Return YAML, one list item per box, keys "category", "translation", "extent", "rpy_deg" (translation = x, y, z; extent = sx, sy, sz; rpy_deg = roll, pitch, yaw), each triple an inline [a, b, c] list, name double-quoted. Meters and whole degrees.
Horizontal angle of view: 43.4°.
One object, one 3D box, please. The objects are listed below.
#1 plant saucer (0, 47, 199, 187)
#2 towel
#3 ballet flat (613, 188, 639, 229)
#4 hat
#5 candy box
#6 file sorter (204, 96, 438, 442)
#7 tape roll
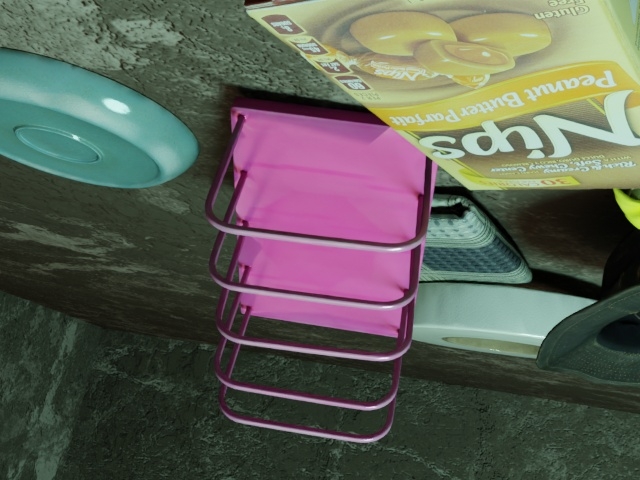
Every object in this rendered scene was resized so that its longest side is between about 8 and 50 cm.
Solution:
- category: "plant saucer"
  translation: [-0.302, -0.127, 0.942]
  extent: [0.317, 0.044, 0.317]
  rpy_deg: [12, 165, 3]
- category: "towel"
  translation: [0.097, -0.003, 1.088]
  extent: [0.324, 0.056, 0.312]
  rpy_deg: [1, 164, 29]
- category: "ballet flat"
  translation: [0.344, -0.049, 0.666]
  extent: [0.077, 0.077, 0.231]
  rpy_deg: [39, 157, -24]
- category: "hat"
  translation: [0.385, 0.052, 0.873]
  extent: [0.331, 0.134, 0.331]
  rpy_deg: [-3, 153, -1]
- category: "candy box"
  translation: [0.122, -0.119, 0.513]
  extent: [0.182, 0.088, 0.316]
  rpy_deg: [2, 166, 34]
- category: "file sorter"
  translation: [-0.002, 0.041, 0.794]
  extent: [0.202, 0.182, 0.291]
  rpy_deg: [8, 133, 6]
- category: "tape roll"
  translation: [0.302, 0.138, 1.300]
  extent: [0.391, 0.072, 0.392]
  rpy_deg: [7, 169, 1]
